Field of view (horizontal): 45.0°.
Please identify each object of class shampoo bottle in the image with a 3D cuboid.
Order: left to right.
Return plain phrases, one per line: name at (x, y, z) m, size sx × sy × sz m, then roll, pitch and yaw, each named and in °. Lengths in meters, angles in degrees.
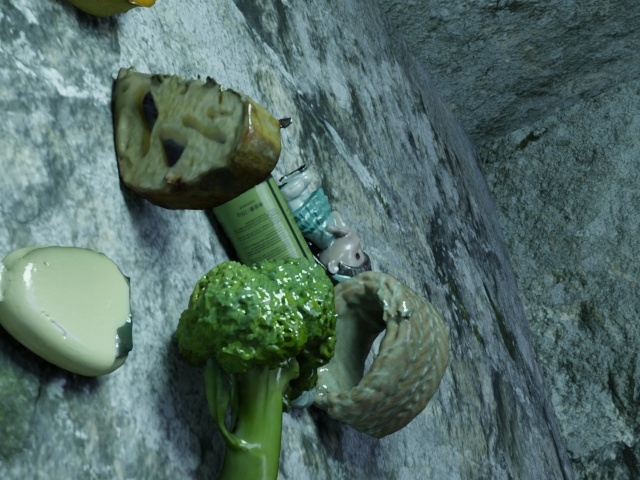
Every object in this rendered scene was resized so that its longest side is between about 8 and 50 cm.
shampoo bottle at (-0.063, 0.031, 1.134) m, size 0.284 × 0.101 × 0.101 m, roll 63°, pitch 22°, yaw -11°

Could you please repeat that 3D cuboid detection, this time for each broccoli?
broccoli at (-0.089, 0.154, 0.926) m, size 0.254 × 0.186 × 0.302 m, roll -53°, pitch 161°, yaw -69°

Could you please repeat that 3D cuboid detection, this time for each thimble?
thimble at (0.080, 0.171, 1.194) m, size 0.148 × 0.229 × 0.196 m, roll 35°, pitch -2°, yaw -42°

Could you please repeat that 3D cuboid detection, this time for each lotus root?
lotus root at (-0.168, -0.123, 0.945) m, size 0.074 × 0.260 × 0.170 m, roll 27°, pitch 77°, yaw -57°

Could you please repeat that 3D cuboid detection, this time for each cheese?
cheese at (-0.272, 0.044, 0.701) m, size 0.251 × 0.054 × 0.127 m, roll 33°, pitch 40°, yaw -54°

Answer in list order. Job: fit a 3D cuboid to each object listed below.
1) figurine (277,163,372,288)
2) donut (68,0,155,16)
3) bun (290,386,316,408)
figurine at (0.000, 0.000, 1.315) m, size 0.245 × 0.110 × 0.138 m, roll 58°, pitch 33°, yaw -15°
donut at (-0.286, -0.367, 1.022) m, size 0.141 × 0.085 × 0.217 m, roll 50°, pitch 28°, yaw -37°
bun at (-0.032, 0.204, 1.113) m, size 0.083 × 0.045 × 0.083 m, roll 45°, pitch 35°, yaw -46°
